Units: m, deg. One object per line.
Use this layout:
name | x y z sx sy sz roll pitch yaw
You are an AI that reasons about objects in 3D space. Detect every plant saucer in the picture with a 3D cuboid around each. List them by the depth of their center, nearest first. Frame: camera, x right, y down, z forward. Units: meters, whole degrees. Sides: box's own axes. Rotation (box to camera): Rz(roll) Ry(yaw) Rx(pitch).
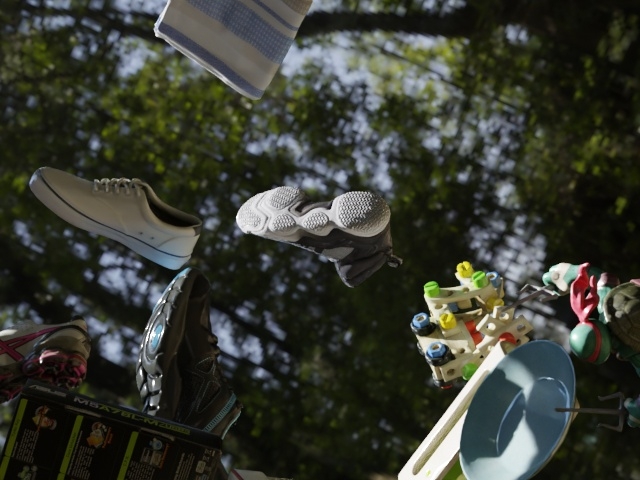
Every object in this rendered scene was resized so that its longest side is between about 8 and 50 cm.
plant saucer | 0.240 0.211 1.384 0.195 0.037 0.195 -47 26 31

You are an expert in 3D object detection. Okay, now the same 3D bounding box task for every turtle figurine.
turtle figurine | 0.296 0.087 1.101 0.234 0.175 0.118 -9 -15 -25

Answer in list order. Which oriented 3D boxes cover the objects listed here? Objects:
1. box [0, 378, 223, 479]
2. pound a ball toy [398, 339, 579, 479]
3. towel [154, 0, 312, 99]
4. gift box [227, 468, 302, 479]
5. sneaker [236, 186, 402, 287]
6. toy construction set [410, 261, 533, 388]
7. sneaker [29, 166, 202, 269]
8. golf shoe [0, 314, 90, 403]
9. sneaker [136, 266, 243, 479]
box | -0.201 0.239 1.046 0.045 0.184 0.190 -99 27 -80
pound a ball toy | 0.264 0.324 1.769 0.319 0.208 0.135 -57 19 20
towel | -0.122 -0.366 1.765 0.285 0.209 0.034 -58 -6 38
gift box | -0.009 0.425 1.452 0.276 0.258 0.255 -174 94 -69
sneaker | 0.000 0.000 1.887 0.101 0.269 0.153 -65 -36 -36
toy construction set | 0.288 0.164 2.240 0.327 0.215 0.151 -113 2 -73
sneaker | -0.292 -0.054 1.722 0.091 0.258 0.094 -56 21 22
golf shoe | -0.344 0.132 1.320 0.067 0.186 0.086 73 -168 -45
sneaker | -0.183 0.204 1.661 0.125 0.140 0.340 -39 40 56
